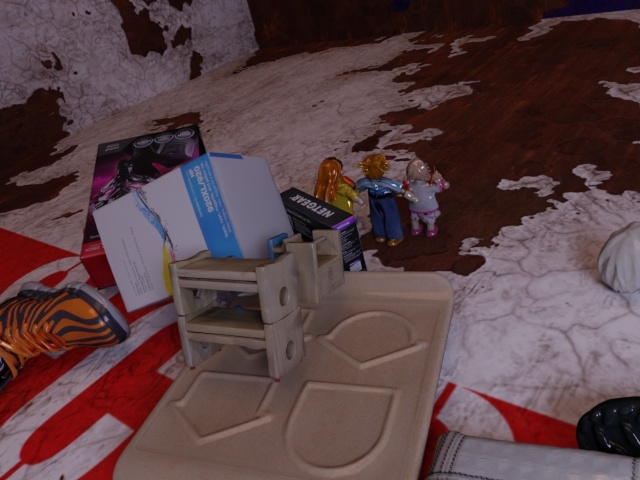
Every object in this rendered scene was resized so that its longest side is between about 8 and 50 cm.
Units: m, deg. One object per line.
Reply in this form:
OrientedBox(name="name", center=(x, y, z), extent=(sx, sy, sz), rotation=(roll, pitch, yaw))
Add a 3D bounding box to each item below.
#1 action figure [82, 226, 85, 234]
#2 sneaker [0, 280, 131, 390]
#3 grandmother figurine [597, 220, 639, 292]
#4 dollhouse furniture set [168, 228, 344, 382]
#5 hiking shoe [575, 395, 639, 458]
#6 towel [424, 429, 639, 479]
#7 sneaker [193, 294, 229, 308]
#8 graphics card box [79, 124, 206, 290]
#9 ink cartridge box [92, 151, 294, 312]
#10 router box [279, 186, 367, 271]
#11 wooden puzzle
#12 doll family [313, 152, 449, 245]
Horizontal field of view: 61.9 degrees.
OrientedBox(name="action figure", center=(-0.409, -0.081, 1.235), extent=(0.280, 0.092, 0.139), rotation=(-22, 37, -13))
OrientedBox(name="sneaker", center=(-0.439, 0.161, 0.828), extent=(0.321, 0.125, 0.180), rotation=(-4, 34, 40))
OrientedBox(name="grandmother figurine", center=(0.521, 0.015, 0.634), extent=(0.342, 0.104, 0.208), rotation=(-6, 3, 22))
OrientedBox(name="dollhouse furniture set", center=(-0.065, 0.068, 0.654), extent=(0.129, 0.129, 0.183), rotation=(1, 14, 27))
OrientedBox(name="hiking shoe", center=(0.379, 0.180, 0.435), extent=(0.304, 0.113, 0.132), rotation=(-2, 1, 34))
OrientedBox(name="towel", center=(0.185, 0.263, 0.312), extent=(0.324, 0.056, 0.312), rotation=(1, 33, 30))
OrientedBox(name="sneaker", center=(-0.150, 0.111, 0.804), extent=(0.134, 0.070, 0.051), rotation=(-5, 29, 16))
OrientedBox(name="graphics card box", center=(-0.345, -0.085, 1.099), extent=(0.232, 0.094, 0.371), rotation=(-12, 45, -3))
OrientedBox(name="ink cartridge box", center=(-0.189, -0.012, 0.826), extent=(0.232, 0.168, 0.171), rotation=(-21, -2, 24))
OrientedBox(name="router box", center=(0.000, 0.000, 0.858), extent=(0.046, 0.133, 0.179), rotation=(-29, 33, -23))
OrientedBox(name="wooden puzzle", center=(-0.020, 0.176, 0.633), extent=(0.322, 0.081, 0.348), rotation=(-2, 37, 24))
OrientedBox(name="doll family", center=(0.079, -0.073, 0.913), extent=(0.262, 0.163, 0.118), rotation=(6, 36, 33))
